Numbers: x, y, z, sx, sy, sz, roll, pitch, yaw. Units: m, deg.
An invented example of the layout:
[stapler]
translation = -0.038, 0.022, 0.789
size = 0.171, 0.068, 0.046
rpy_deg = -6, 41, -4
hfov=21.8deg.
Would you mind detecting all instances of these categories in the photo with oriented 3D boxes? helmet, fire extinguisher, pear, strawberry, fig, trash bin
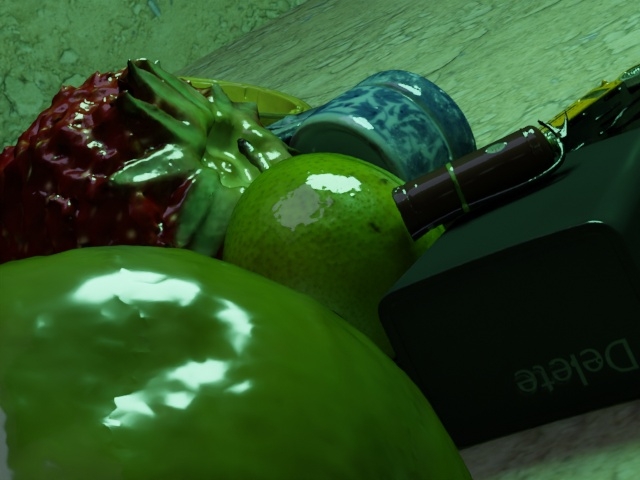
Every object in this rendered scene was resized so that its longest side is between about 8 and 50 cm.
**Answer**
[helmet]
translation = -0.120, -0.110, 1.952
size = 0.205, 0.140, 0.257
rpy_deg = 1, 16, -27
[fire extinguisher]
translation = 0.114, -0.046, 1.125
size = 0.132, 0.039, 0.056
rpy_deg = -25, 39, 5
[pear]
translation = 0.000, 0.000, 1.222
size = 0.166, 0.216, 0.180
rpy_deg = -41, -15, 26
[strawberry]
translation = -0.168, 0.020, 1.442
size = 0.343, 0.292, 0.292
rpy_deg = -45, 4, 30
[fig]
translation = -0.074, 0.174, 0.609
size = 0.343, 0.343, 0.343
rpy_deg = -25, 15, 7
[trash bin]
translation = 0.159, 0.021, 1.098
size = 0.165, 0.115, 0.225
rpy_deg = -21, 12, 26

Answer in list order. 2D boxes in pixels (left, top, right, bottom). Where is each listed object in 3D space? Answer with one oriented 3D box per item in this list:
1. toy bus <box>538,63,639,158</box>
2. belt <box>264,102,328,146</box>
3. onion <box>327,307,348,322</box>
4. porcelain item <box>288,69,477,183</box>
[toy bus]
translation = 0.229, -0.085, 1.402
size = 0.162, 0.069, 0.074
rpy_deg = -35, 15, -24
[belt]
translation = 0.014, -0.077, 1.642
size = 0.218, 0.122, 0.128
rpy_deg = -20, 13, -2
[onion]
translation = -0.076, 0.105, 1.009
size = 0.195, 0.218, 0.140
rpy_deg = -15, 45, 19
[porcelain item]
translation = 0.058, -0.071, 1.491
size = 0.147, 0.147, 0.114
rpy_deg = -9, 23, 49
